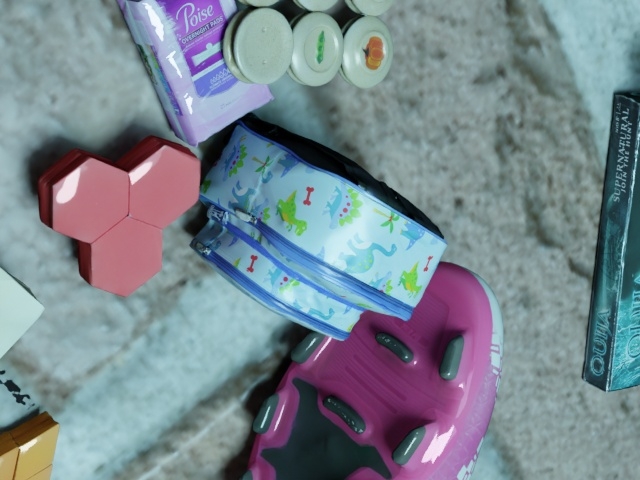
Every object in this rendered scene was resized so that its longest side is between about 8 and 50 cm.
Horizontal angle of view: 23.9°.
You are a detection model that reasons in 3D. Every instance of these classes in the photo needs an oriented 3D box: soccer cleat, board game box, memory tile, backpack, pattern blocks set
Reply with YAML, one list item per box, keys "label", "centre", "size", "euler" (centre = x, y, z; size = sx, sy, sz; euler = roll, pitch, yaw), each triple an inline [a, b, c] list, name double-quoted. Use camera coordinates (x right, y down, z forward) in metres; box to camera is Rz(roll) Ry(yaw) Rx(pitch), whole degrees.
- label: "soccer cleat"
  centre: [0.016, 0.168, 0.831]
  size: [0.143, 0.116, 0.331]
  euler: [24, 95, -52]
- label: "board game box"
  centre: [0.228, -0.003, 0.946]
  size: [0.126, 0.026, 0.186]
  euler: [-7, 110, -31]
- label: "memory tile"
  centre: [0.001, -0.149, 0.739]
  size: [0.113, 0.012, 0.148]
  euler: [-2, 100, -43]
- label: "backpack"
  centre: [0.000, 0.000, 0.747]
  size: [0.105, 0.114, 0.084]
  euler: [28, 90, -37]
- label: "pattern blocks set"
  centre: [-0.216, 0.056, 0.657]
  size: [0.285, 0.026, 0.325]
  euler: [28, 95, -43]

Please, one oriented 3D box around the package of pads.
- label: "package of pads"
  centre: [-0.060, -0.093, 0.728]
  size: [0.050, 0.032, 0.083]
  euler: [-35, 122, -23]
